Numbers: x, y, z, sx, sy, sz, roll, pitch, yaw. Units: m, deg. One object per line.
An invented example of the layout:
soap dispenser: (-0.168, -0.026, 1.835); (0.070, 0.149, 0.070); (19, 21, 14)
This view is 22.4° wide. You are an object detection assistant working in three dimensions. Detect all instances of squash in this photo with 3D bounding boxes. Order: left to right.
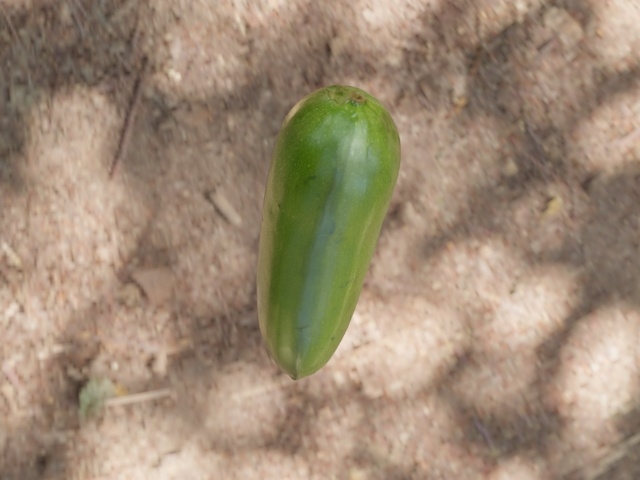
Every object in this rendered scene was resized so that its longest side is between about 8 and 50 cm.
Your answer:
squash: (0.000, 0.000, 0.862); (0.066, 0.066, 0.201); (-1, 134, -12)
